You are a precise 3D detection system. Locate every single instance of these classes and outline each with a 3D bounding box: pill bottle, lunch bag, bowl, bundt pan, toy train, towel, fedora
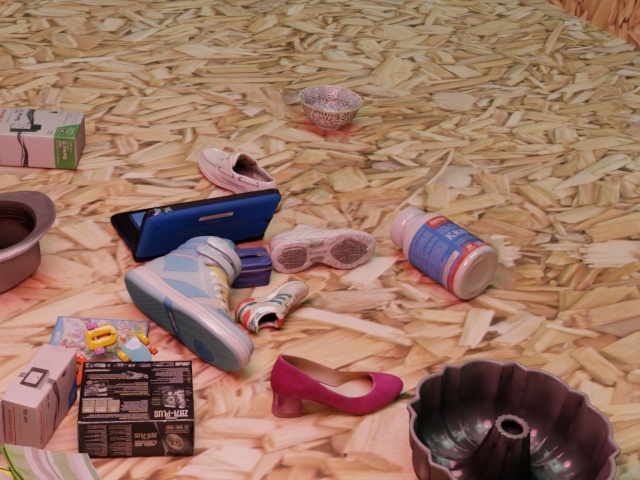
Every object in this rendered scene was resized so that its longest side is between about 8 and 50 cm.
[{"bbox_3d":[0.250,0.018,2.003,0.124,0.124,0.221,-20,41,-36],"label":"pill bottle"},{"bbox_3d":[-0.148,0.050,1.929,0.098,0.065,0.067,-5,34,-20],"label":"lunch bag"},{"bbox_3d":[0.023,-0.344,2.572,0.170,0.080,0.170,6,32,-3],"label":"bowl"},{"bbox_3d":[0.289,0.336,1.509,0.330,0.124,0.331,5,31,-3],"label":"bundt pan"},{"bbox_3d":[-0.362,0.208,1.647,0.166,0.046,0.125,10,73,-8],"label":"toy train"},{"bbox_3d":[-0.378,0.338,1.392,0.113,0.023,0.152,39,8,40],"label":"towel"},{"bbox_3d":[-0.628,0.020,1.825,0.275,0.124,0.244,-19,38,-22],"label":"fedora"}]

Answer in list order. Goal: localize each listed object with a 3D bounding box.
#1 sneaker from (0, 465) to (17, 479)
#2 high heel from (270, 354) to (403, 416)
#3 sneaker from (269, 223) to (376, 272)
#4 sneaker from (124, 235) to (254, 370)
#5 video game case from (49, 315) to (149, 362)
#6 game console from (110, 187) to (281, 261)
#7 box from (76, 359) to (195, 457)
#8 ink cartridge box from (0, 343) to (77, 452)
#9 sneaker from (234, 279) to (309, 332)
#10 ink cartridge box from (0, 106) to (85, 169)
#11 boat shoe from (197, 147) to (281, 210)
[{"bbox_3d":[-0.595,0.331,1.353,0.384,0.145,0.147,22,25,6],"label":"sneaker"},{"bbox_3d":[0.032,0.229,1.631,0.244,0.117,0.082,-2,33,-14],"label":"high heel"},{"bbox_3d":[0.000,0.000,2.020,0.232,0.090,0.115,-2,30,-16],"label":"sneaker"},{"bbox_3d":[-0.190,0.093,1.762,0.319,0.127,0.208,32,54,33],"label":"sneaker"},{"bbox_3d":[-0.395,0.179,1.722,0.166,0.015,0.119,4,32,-5],"label":"video game case"},{"bbox_3d":[-0.265,-0.071,2.010,0.293,0.250,0.173,-12,63,-27],"label":"game console"},{"bbox_3d":[-0.293,0.267,1.543,0.180,0.078,0.147,0,33,-11],"label":"box"},{"bbox_3d":[-0.445,0.258,1.504,0.060,0.104,0.180,13,33,7],"label":"ink cartridge box"},{"bbox_3d":[-0.078,0.132,1.826,0.161,0.057,0.075,-20,44,-30],"label":"sneaker"},{"bbox_3d":[-0.669,-0.242,2.266,0.208,0.087,0.153,2,32,-6],"label":"ink cartridge box"},{"bbox_3d":[-0.184,-0.164,2.231,0.098,0.096,0.277,-22,42,-37],"label":"boat shoe"}]
